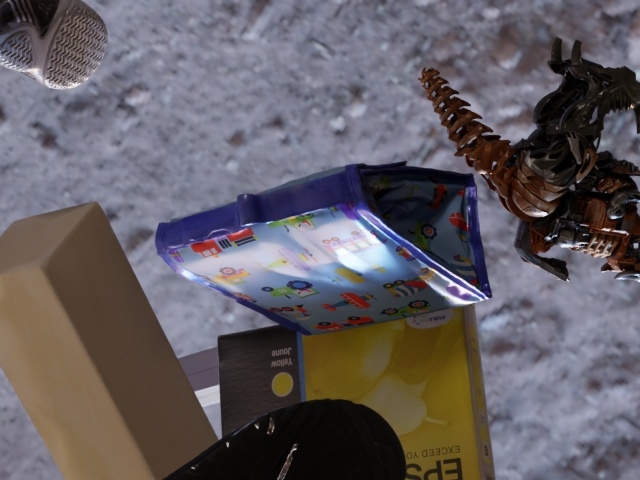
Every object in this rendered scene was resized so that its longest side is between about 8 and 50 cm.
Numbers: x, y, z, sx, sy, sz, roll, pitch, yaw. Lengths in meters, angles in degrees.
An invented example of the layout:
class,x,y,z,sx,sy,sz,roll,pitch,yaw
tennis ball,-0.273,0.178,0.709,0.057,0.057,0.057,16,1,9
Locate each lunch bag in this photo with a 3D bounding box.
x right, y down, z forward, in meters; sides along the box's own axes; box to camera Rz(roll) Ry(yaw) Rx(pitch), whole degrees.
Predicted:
class,x,y,z,sx,sy,sz,roll,pitch,yaw
lunch bag,0.000,0.000,1.376,0.293,0.221,0.138,15,65,-59

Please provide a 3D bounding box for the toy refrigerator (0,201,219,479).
class,x,y,z,sx,sy,sz,roll,pitch,yaw
toy refrigerator,-0.179,0.114,1.155,0.269,0.094,0.102,67,28,-24

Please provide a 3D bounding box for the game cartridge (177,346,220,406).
class,x,y,z,sx,sy,sz,roll,pitch,yaw
game cartridge,-0.136,0.180,1.903,0.297,0.062,0.198,-19,164,29

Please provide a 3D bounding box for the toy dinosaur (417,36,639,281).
class,x,y,z,sx,sy,sz,roll,pitch,yaw
toy dinosaur,0.250,-0.082,1.475,0.322,0.164,0.218,29,96,-35

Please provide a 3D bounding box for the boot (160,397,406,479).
class,x,y,z,sx,sy,sz,roll,pitch,yaw
boot,-0.087,0.189,0.973,0.246,0.094,0.207,-22,176,-27

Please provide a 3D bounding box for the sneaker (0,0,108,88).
class,x,y,z,sx,sy,sz,roll,pitch,yaw
sneaker,-0.424,-0.307,1.695,0.137,0.210,0.366,-57,150,2

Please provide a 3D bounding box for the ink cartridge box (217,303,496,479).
class,x,y,z,sx,sy,sz,roll,pitch,yaw
ink cartridge box,0.036,0.230,1.548,0.072,0.303,0.307,33,49,-60
